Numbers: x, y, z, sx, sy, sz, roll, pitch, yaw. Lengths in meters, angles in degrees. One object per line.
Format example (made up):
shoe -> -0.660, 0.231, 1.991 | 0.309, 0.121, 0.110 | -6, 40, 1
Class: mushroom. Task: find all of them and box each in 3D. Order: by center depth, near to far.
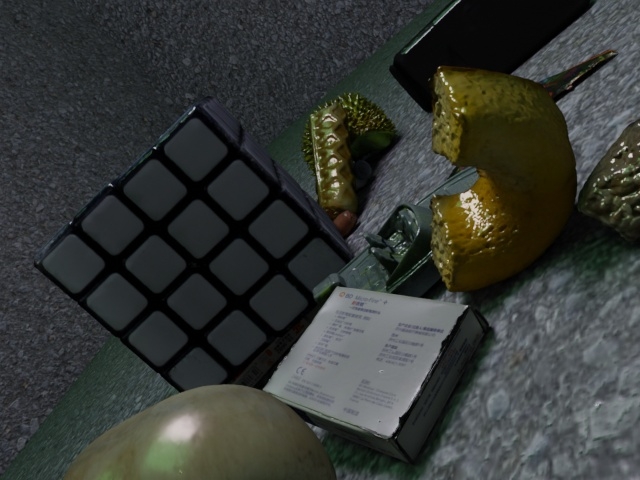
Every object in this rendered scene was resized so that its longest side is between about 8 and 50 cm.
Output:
mushroom -> -0.103, 0.263, 0.556 | 0.260, 0.253, 0.234 | 104, 154, -50

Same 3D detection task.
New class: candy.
candy -> 0.296, -0.056, 0.586 | 0.110, 0.085, 0.095 | -50, 2, 29

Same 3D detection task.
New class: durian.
durian -> 0.054, -0.246, 1.520 | 0.200, 0.176, 0.237 | 1, -38, -45

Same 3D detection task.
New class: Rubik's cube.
Rubik's cube -> -0.190, -0.004, 1.063 | 0.337, 0.344, 0.344 | -44, 15, 4

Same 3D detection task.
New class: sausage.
sausage -> 0.000, 0.000, 1.275 | 0.186, 0.043, 0.043 | -35, 18, 33

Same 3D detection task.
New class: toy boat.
toy boat -> 0.125, 0.001, 0.841 | 0.319, 0.092, 0.141 | -43, 22, 11

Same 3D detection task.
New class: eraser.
eraser -> -0.086, 0.160, 1.095 | 0.230, 0.038, 0.157 | -47, 15, -7

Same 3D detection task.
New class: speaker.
speaker -> 0.315, -0.415, 1.286 | 0.388, 0.180, 0.184 | -39, 11, 23

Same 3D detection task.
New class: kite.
kite -> 0.318, -0.205, 1.032 | 0.321, 0.016, 0.234 | -39, 15, 21

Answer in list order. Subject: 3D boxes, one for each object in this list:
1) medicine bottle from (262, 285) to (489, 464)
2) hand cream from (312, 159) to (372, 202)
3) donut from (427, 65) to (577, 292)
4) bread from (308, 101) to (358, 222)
medicine bottle -> 0.053, 0.128, 0.681 | 0.201, 0.052, 0.171 | 3, 48, 47
hand cream -> 0.025, -0.107, 1.484 | 0.276, 0.059, 0.095 | -34, 19, 52
donut -> 0.195, -0.060, 0.663 | 0.152, 0.259, 0.101 | -8, 37, 1
bread -> 0.027, -0.153, 1.331 | 0.098, 0.087, 0.269 | -22, 61, 32
